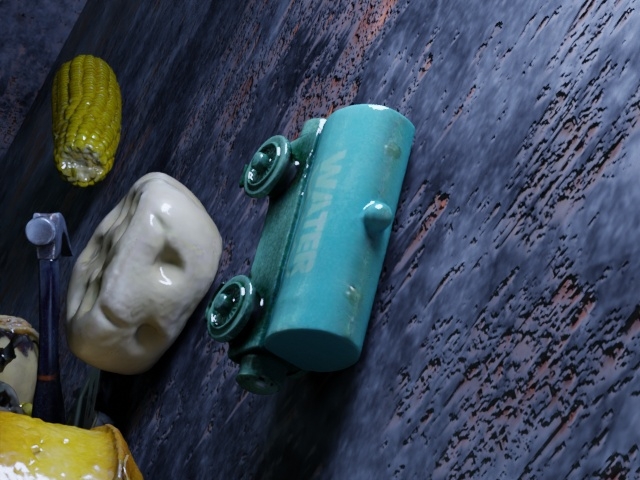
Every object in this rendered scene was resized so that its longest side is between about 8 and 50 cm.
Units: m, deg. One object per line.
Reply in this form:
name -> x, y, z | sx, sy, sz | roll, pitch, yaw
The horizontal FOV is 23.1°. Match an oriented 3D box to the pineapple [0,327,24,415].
pineapple -> -0.399, 0.220, 1.713 | 0.361, 0.175, 0.175 | 95, -178, -46

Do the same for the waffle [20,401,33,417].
waffle -> -0.421, 0.350, 2.011 | 0.293, 0.069, 0.260 | -68, 17, -4

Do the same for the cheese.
cheese -> -0.185, 0.031, 1.675 | 0.218, 0.117, 0.235 | -37, 32, 54

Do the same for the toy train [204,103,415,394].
toy train -> 0.000, 0.000, 1.239 | 0.159, 0.101, 0.248 | -22, 46, 47

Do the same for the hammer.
hammer -> -0.297, 0.112, 1.716 | 0.137, 0.037, 0.290 | -102, 13, -84

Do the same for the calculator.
calculator -> -0.289, 0.253, 1.804 | 0.268, 0.040, 0.177 | -55, 20, 31

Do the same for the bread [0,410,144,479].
bread -> -0.313, 0.329, 1.513 | 0.358, 0.204, 0.337 | -32, 42, 57

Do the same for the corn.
corn -> -0.376, -0.196, 2.524 | 0.120, 0.120, 0.363 | -57, 23, 24

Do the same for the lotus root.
lotus root -> -0.491, 0.250, 2.191 | 0.183, 0.182, 0.310 | -165, 93, -72
